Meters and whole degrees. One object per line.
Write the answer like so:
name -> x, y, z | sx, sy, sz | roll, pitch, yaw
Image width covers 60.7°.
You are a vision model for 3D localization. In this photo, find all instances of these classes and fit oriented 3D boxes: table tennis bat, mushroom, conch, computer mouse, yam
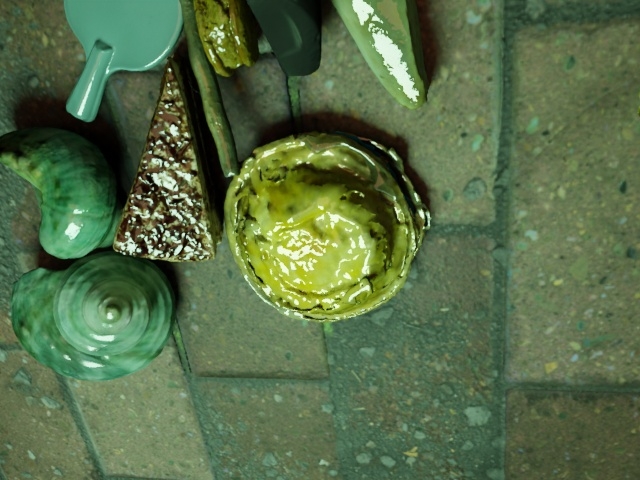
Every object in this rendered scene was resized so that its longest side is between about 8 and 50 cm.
table tennis bat -> -0.255, -0.251, 0.670 | 0.149, 0.038, 0.237 | 31, 114, -6
mushroom -> 0.039, -0.293, 0.555 | 0.107, 0.087, 0.333 | -29, 110, 25
conch -> -0.340, -0.063, 0.733 | 0.176, 0.122, 0.188 | 5, 120, 40
computer mouse -> -0.040, -0.248, 0.527 | 0.073, 0.217, 0.122 | -22, 81, 4
yam -> -0.134, -0.187, 0.632 | 0.029, 0.027, 0.234 | -5, 105, 35
conch -> -0.320, 0.104, 0.788 | 0.220, 0.195, 0.277 | 42, 156, -23

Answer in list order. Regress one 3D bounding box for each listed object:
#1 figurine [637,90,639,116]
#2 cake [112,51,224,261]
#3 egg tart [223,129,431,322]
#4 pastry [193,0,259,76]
figurine -> 0.411, -0.103, 0.567 | 0.130, 0.109, 0.178 | -28, 112, 0
cake -> -0.160, -0.093, 0.685 | 0.135, 0.112, 0.246 | 17, 107, -19
egg tart -> 0.000, 0.000, 0.695 | 0.291, 0.107, 0.290 | 5, 118, 10
pastry -> -0.102, -0.237, 0.606 | 0.057, 0.109, 0.097 | -13, 69, 7
